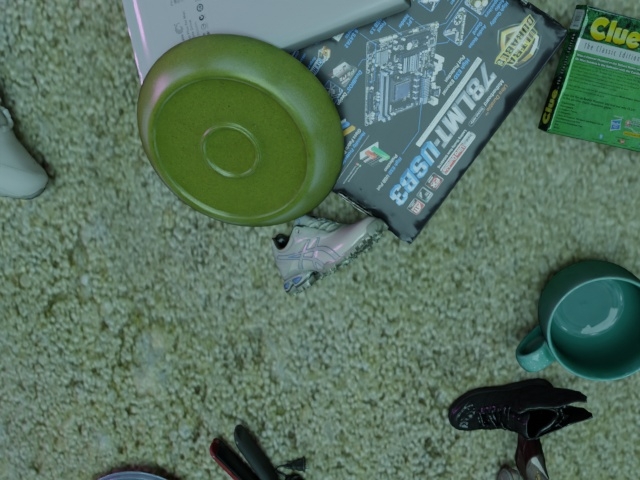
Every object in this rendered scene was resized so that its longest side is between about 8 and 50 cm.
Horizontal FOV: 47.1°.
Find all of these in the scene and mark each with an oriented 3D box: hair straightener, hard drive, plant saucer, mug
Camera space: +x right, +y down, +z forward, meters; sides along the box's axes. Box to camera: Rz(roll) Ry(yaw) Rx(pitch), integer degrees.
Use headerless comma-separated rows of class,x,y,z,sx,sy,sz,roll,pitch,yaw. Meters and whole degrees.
hair straightener,-0.047,0.340,1.002,0.089,0.047,0.230,-35,100,13
hard drive,-0.075,-0.292,0.776,0.307,0.040,0.203,-14,88,22
plant saucer,-0.095,-0.105,0.809,0.241,0.037,0.241,7,127,10
mug,0.313,0.088,0.874,0.157,0.097,0.130,1,106,6

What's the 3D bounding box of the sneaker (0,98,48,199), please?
sneaker,-0.437,-0.168,0.871,0.297,0.111,0.129,44,99,-8

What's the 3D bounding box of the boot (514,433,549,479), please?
boot,0.270,0.293,0.924,0.037,0.114,0.106,-12,104,9

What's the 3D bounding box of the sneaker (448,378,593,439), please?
sneaker,0.245,0.216,0.919,0.170,0.089,0.051,-18,103,10

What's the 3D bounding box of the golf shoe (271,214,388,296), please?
golf shoe,0.000,0.000,0.869,0.176,0.069,0.086,-31,88,41

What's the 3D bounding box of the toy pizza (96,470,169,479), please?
toy pizza,-0.255,0.413,1.049,0.201,0.032,0.201,1,106,4

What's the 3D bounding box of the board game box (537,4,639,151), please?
board game box,0.377,-0.160,0.802,0.259,0.030,0.136,10,109,-13

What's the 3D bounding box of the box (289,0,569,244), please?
box,0.069,-0.196,0.832,0.293,0.073,0.295,33,106,-5

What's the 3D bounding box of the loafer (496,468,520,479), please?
loafer,0.258,0.357,0.985,0.039,0.045,0.125,-4,112,-11
